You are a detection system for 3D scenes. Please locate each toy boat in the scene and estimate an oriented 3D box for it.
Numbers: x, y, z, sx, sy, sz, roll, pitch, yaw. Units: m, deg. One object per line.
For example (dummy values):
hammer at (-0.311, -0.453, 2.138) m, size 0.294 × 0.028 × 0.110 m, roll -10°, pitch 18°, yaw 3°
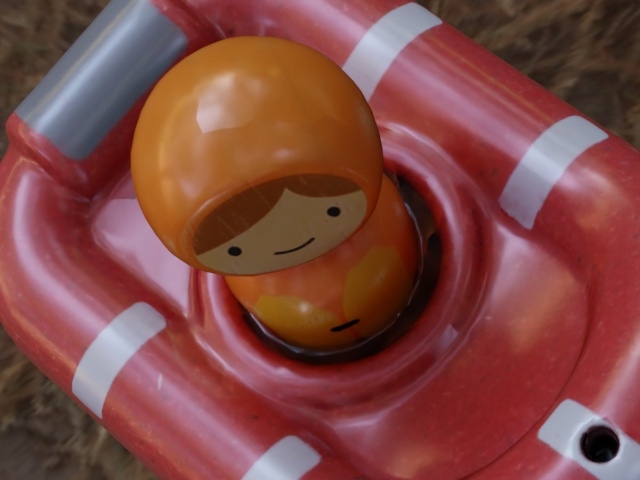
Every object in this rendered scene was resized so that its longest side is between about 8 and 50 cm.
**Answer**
toy boat at (0.000, 0.000, 0.473) m, size 0.231 × 0.151 × 0.151 m, roll 37°, pitch 84°, yaw 27°
